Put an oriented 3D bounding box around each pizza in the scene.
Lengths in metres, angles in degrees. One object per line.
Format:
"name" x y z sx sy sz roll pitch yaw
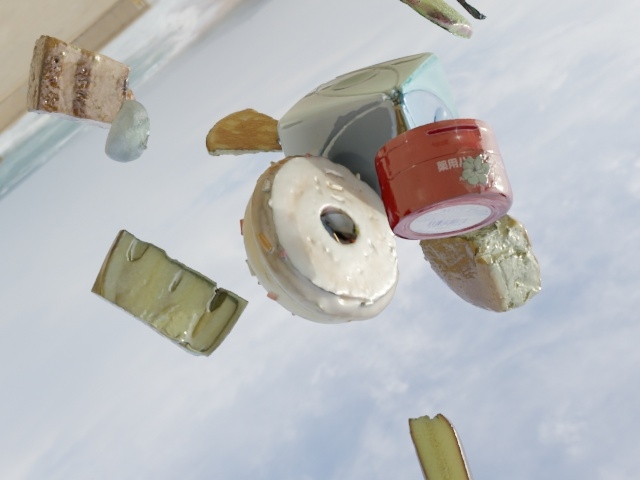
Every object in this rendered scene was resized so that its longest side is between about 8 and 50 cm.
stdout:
"pizza" -0.174 -0.284 1.657 0.262 0.034 0.181 7 -128 13

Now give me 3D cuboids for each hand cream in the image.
"hand cream" 0.214 -0.099 1.090 0.230 0.230 0.149 -22 -110 39

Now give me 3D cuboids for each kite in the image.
"kite" 0.283 -0.478 1.233 0.005 0.152 0.137 -47 -121 12

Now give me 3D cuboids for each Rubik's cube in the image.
"Rubik's cube" 0.141 -0.230 1.529 0.347 0.352 0.351 -7 -151 32

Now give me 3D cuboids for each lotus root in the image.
"lotus root" -0.244 0.091 0.995 0.119 0.234 0.138 -60 -179 -17

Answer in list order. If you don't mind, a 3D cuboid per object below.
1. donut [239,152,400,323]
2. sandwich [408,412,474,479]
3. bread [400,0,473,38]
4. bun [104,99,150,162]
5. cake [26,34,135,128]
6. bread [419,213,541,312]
"donut" 0.000 0.000 1.283 0.142 0.382 0.383 -33 -160 42
"sandwich" 0.248 0.464 1.201 0.094 0.096 0.258 -18 -112 8
"bread" 0.242 -0.513 1.355 0.033 0.228 0.228 -57 -168 28
"bun" -0.405 -0.229 1.324 0.141 0.083 0.141 -90 -154 -45
"cake" -0.619 -0.407 1.662 0.196 0.293 0.199 10 -90 56
"bread" 0.433 0.056 1.651 0.225 0.279 0.250 -35 -157 -26
